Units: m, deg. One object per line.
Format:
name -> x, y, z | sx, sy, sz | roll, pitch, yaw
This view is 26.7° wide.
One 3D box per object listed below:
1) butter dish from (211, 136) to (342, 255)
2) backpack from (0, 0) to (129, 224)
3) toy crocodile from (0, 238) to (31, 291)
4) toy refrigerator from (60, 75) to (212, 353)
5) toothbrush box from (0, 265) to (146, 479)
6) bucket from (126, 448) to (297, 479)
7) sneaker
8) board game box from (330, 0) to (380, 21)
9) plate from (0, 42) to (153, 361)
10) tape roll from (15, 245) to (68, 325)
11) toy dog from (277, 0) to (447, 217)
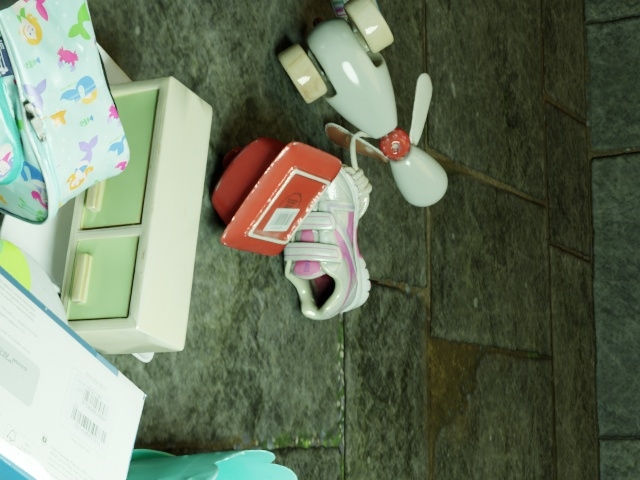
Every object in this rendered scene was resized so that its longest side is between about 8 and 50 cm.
butter dish -> -0.076, -0.074, 1.701 | 0.160, 0.118, 0.160 | -55, 155, 11
backpack -> -0.289, -0.134, 1.176 | 0.191, 0.225, 0.253 | -44, 133, -29
toy crocodile -> -0.278, 0.099, 1.117 | 0.340, 0.115, 0.105 | 62, 41, -33
toy refrigerator -> -0.190, -0.026, 1.378 | 0.094, 0.102, 0.270 | 35, 56, -57
toothbrush box -> -0.314, 0.132, 0.984 | 0.216, 0.295, 0.126 | 50, 37, -43
bucket -> -0.144, 0.350, 1.420 | 0.281, 0.183, 0.281 | 17, 70, -62
sneaker -> 0.000, 0.000, 1.840 | 0.111, 0.103, 0.252 | -47, 126, -57
board game box -> 0.043, -0.391, 2.066 | 0.103, 0.026, 0.154 | -61, 138, -47
plate -> -0.239, -0.046, 1.446 | 0.278, 0.045, 0.277 | 48, 44, -50
tape roll -> -0.322, 0.109, 1.231 | 0.219, 0.072, 0.219 | 18, 69, -62
toy dog -> 0.060, -0.203, 1.934 | 0.161, 0.220, 0.334 | -111, -172, -60
